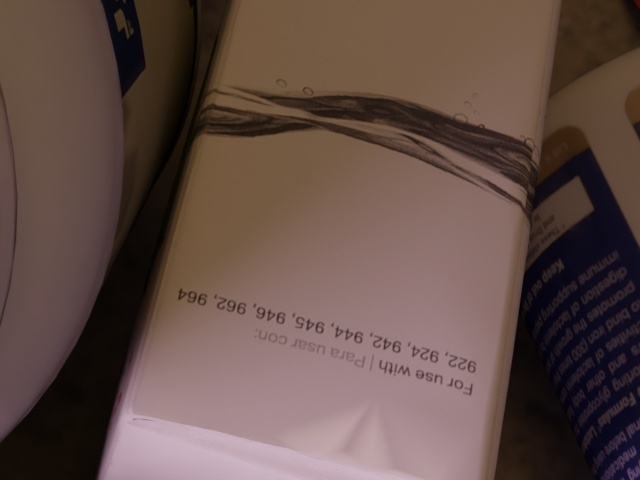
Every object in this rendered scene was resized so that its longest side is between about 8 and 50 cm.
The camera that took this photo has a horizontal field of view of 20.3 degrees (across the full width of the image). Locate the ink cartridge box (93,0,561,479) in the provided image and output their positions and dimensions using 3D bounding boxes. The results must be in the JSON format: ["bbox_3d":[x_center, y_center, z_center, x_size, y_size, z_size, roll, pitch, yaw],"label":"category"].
[{"bbox_3d":[0.000,0.000,0.650,0.115,0.198,0.273,16,58,-5],"label":"ink cartridge box"}]

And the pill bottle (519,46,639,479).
[{"bbox_3d":[0.174,0.063,0.684,0.153,0.153,0.265,-13,66,-20],"label":"pill bottle"}]

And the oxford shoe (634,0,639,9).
[{"bbox_3d":[0.242,-0.116,0.844,0.132,0.130,0.364,7,57,-38],"label":"oxford shoe"}]

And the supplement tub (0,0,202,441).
[{"bbox_3d":[-0.164,-0.048,0.525,0.235,0.235,0.325,18,15,-3],"label":"supplement tub"}]
